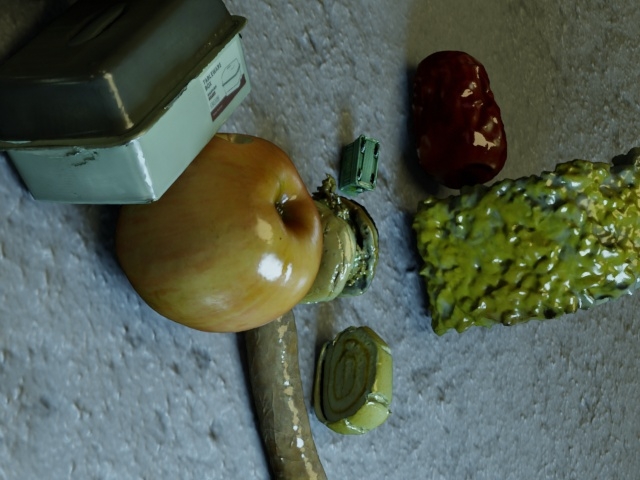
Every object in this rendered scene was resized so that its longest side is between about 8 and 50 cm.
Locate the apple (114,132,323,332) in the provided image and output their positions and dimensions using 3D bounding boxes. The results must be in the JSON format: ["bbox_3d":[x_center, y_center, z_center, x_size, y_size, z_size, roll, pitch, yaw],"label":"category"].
[{"bbox_3d":[-0.113,-0.014,1.549,0.242,0.241,0.242,14,71,-47],"label":"apple"}]

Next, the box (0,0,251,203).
[{"bbox_3d":[-0.224,-0.173,1.469,0.290,0.220,0.166,-56,136,-45],"label":"box"}]

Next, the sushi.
[{"bbox_3d":[0.369,0.002,2.060,0.351,0.396,0.240,-7,84,-59],"label":"sushi"}]

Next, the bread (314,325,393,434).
[{"bbox_3d":[0.049,0.193,1.809,0.064,0.117,0.156,30,58,-43],"label":"bread"}]

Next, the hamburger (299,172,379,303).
[{"bbox_3d":[0.000,0.000,1.766,0.131,0.159,0.185,-3,102,-50],"label":"hamburger"}]

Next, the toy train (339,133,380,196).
[{"bbox_3d":[0.059,-0.111,1.953,0.038,0.056,0.093,20,64,-30],"label":"toy train"}]

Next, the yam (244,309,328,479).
[{"bbox_3d":[-0.050,0.195,1.713,0.081,0.081,0.356,-18,96,-53],"label":"yam"}]

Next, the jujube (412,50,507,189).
[{"bbox_3d":[0.223,-0.200,2.119,0.155,0.155,0.230,13,67,-51],"label":"jujube"}]
